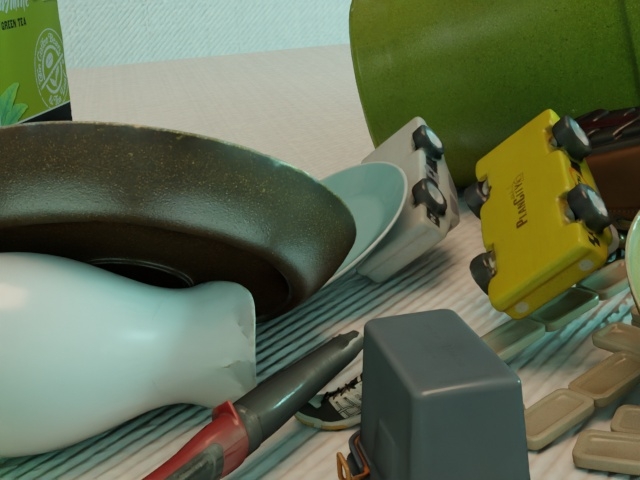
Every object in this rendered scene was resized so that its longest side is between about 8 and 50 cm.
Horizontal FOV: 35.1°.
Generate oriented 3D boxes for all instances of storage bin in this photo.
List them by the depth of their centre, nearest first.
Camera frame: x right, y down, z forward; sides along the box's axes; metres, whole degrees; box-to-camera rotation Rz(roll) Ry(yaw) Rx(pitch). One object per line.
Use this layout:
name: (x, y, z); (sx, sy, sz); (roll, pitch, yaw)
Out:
storage bin: (0.057, 0.098, 0.542); (0.098, 0.091, 0.135); (-7, 17, -10)

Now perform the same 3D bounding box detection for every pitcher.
pitcher: (-0.166, 0.073, 0.663); (0.207, 0.126, 0.177); (-1, -7, -25)

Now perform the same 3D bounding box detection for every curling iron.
curling iron: (-0.064, 0.110, 0.576); (0.068, 0.035, 0.274); (9, 28, 42)

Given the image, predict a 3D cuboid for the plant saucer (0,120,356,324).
plant saucer: (-0.130, 0.009, 0.708); (0.310, 0.050, 0.310); (3, -22, 1)

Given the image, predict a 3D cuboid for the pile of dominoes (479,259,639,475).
pile of dominoes: (0.212, 0.087, 0.670); (0.251, 0.040, 0.196); (-25, 25, -30)

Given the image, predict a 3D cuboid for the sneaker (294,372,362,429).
sneaker: (0.023, 0.098, 0.641); (0.083, 0.037, 0.032); (-3, 19, 10)

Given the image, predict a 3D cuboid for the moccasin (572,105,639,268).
moccasin: (0.276, -0.044, 0.875); (0.139, 0.147, 0.380); (-32, 10, -27)

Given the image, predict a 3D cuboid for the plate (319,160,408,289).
plate: (0.000, 0.000, 0.881); (0.188, 0.024, 0.188); (-29, 27, 16)

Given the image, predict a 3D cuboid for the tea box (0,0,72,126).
tea box: (-0.452, -0.173, 1.149); (0.220, 0.324, 0.329); (-1, 18, 10)

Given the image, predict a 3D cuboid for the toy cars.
toy cars: (0.130, -0.018, 0.846); (0.176, 0.087, 0.393); (-54, 22, -11)

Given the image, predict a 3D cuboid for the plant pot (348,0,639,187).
plant pot: (0.229, -0.204, 1.130); (0.353, 0.367, 0.366); (-13, 14, 16)

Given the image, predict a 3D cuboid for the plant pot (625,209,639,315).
plant pot: (0.299, 0.045, 0.616); (0.236, 0.032, 0.236); (4, 44, -4)
